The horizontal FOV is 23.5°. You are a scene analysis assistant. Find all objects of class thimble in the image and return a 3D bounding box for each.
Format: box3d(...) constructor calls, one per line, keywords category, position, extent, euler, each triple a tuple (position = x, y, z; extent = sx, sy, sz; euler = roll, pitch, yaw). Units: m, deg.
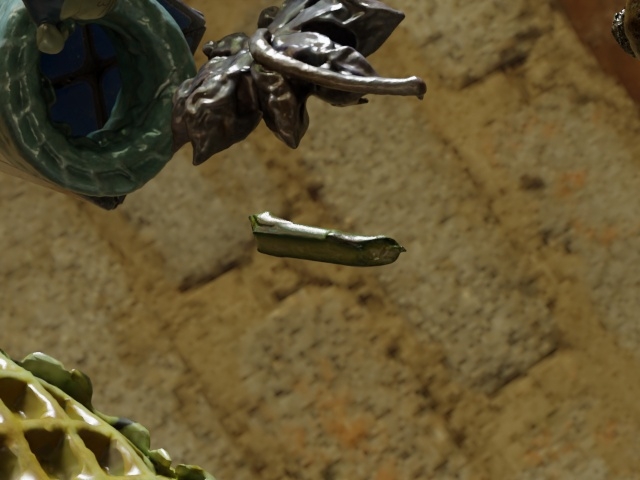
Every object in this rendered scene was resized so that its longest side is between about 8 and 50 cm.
box3d(category="thimble", position=(-0.229, -0.163, 1.478), extent=(0.143, 0.198, 0.235), euler=(19, -65, 61))

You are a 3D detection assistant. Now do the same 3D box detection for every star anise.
box3d(category="star anise", position=(-0.026, -0.142, 1.251), extent=(0.262, 0.230, 0.081), euler=(8, -46, 50))

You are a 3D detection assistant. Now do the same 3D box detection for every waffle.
box3d(category="waffle", position=(-0.132, 0.118, 0.645), extent=(0.208, 0.214, 0.054), euler=(34, -62, -11))

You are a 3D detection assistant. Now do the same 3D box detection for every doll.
box3d(category="doll", position=(-0.161, -0.174, 1.026), extent=(0.050, 0.083, 0.076), euler=(43, -47, 12))

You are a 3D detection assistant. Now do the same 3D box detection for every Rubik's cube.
box3d(category="Rubik's cube", position=(-0.325, -0.212, 1.710), extent=(0.255, 0.260, 0.259), euler=(20, -11, 41))

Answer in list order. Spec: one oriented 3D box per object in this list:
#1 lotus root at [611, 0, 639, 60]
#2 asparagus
box3d(category="lotus root", position=(0.343, -0.194, 1.300), extent=(0.209, 0.120, 0.120), euler=(-9, -69, 41))
box3d(category="asparagus", position=(0.000, 0.000, 0.935), extent=(0.108, 0.021, 0.025), euler=(9, -48, 26))
